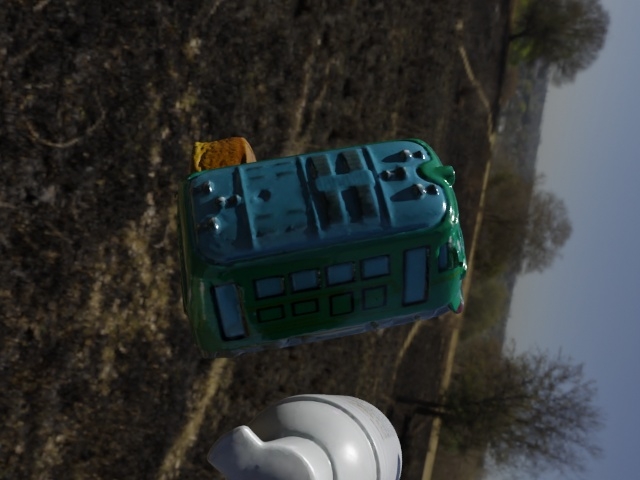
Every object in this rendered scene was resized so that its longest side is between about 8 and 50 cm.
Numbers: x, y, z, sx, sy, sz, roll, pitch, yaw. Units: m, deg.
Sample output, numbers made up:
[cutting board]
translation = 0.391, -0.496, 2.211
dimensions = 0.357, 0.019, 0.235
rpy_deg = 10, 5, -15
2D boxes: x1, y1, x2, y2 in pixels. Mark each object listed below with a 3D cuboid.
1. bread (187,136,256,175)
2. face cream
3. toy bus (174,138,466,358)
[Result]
[bread]
translation = -0.166, -0.048, 1.316
dimensions = 0.195, 0.143, 0.269
rpy_deg = 116, -25, -68
[face cream]
translation = -0.010, 0.219, 0.715
dimensions = 0.370, 0.145, 0.145
rpy_deg = 43, 58, -74
[toy bus]
translation = 0.000, 0.000, 0.881
dimensions = 0.199, 0.344, 0.183
rpy_deg = 88, -11, -52
